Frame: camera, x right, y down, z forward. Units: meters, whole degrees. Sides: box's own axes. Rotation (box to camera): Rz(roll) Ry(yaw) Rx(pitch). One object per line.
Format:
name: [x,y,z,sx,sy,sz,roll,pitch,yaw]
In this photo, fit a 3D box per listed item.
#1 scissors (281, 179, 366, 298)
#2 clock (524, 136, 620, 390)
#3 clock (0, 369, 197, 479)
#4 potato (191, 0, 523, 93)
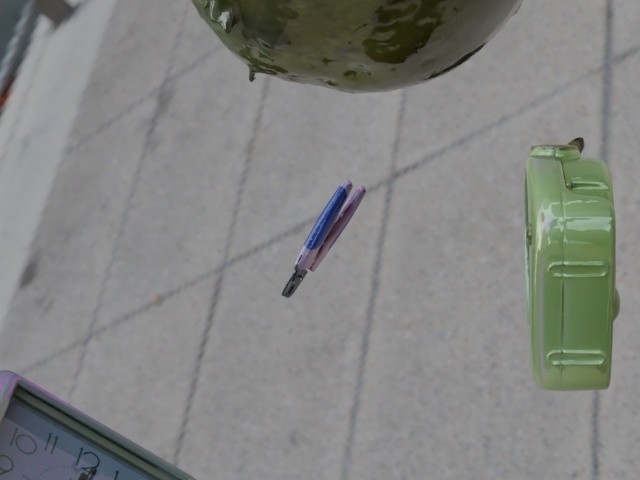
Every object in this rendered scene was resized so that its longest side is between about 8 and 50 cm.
scissors: [0.000,0.000,1.111,0.012,0.039,0.113,36,98,25]
clock: [0.202,0.001,1.098,0.069,0.170,0.232,-1,29,8]
clock: [-0.191,0.201,0.994,0.071,0.192,0.147,-46,19,31]
potato: [0.052,-0.200,0.531,0.173,0.210,0.307,26,62,20]
